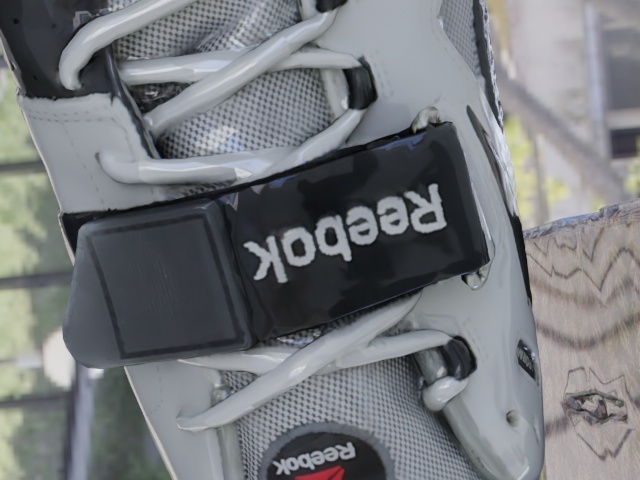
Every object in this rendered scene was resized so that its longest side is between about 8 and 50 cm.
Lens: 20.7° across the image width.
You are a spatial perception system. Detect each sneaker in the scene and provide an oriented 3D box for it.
[{"bbox_3d":[0.000,0.000,0.427,0.146,0.122,0.331,-105,175,-48],"label":"sneaker"}]

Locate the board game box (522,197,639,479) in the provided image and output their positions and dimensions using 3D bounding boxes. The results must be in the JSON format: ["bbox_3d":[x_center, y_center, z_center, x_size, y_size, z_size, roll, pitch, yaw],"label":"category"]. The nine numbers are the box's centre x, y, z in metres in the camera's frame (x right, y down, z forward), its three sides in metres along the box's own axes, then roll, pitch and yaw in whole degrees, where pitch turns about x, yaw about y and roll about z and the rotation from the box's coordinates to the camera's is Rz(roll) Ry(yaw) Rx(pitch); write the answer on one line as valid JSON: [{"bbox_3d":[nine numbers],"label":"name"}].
[{"bbox_3d":[0.243,0.040,0.675,0.232,0.291,0.141,155,-73,-82],"label":"board game box"}]
